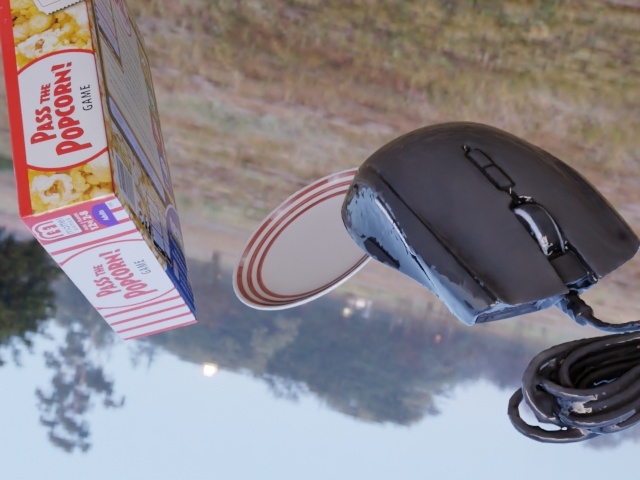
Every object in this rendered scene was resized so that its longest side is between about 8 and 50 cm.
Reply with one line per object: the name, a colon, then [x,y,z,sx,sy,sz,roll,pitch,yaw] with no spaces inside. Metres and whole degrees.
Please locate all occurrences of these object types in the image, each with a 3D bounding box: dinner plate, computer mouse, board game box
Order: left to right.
board game box: [-0.115,-0.066,0.564,0.045,0.194,0.147,-15,152,1]
dinner plate: [0.000,0.000,0.782,0.141,0.141,0.017,17,150,54]
computer mouse: [0.121,-0.019,0.514,0.184,0.060,0.262,-18,-152,-11]
